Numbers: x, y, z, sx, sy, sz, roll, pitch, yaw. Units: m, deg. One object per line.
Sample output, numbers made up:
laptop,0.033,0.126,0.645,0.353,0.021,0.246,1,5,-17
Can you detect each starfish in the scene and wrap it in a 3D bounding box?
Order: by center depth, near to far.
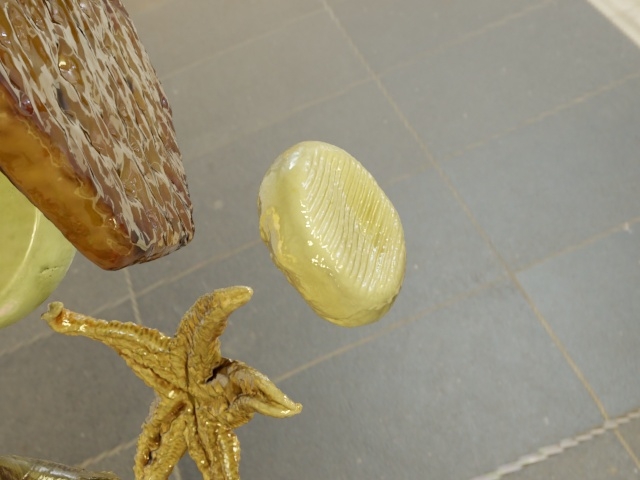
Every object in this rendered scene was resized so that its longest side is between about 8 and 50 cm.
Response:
starfish,-0.142,0.160,1.101,0.327,0.375,0.094,33,37,25

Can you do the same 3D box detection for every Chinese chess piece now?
Chinese chess piece,-0.358,-0.029,1.095,0.250,0.101,0.250,-1,88,12

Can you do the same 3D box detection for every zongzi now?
zongzi,-0.364,0.342,1.577,0.187,0.184,0.084,1,57,-2

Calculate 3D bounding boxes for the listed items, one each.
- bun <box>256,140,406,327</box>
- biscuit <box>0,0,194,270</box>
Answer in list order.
bun,0.000,0.000,1.273,0.127,0.222,0.222,-26,33,36
biscuit,-0.169,-0.139,0.654,0.046,0.359,0.359,-25,40,7
